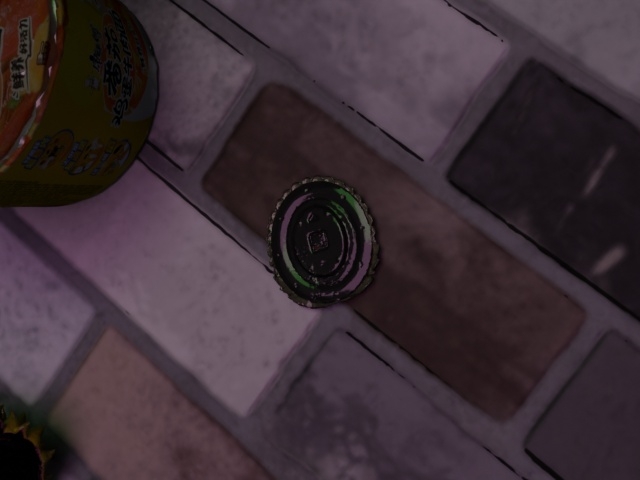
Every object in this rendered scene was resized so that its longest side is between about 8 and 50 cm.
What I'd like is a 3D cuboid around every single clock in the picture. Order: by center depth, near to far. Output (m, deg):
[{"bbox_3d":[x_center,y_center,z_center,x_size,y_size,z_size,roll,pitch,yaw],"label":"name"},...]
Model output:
[{"bbox_3d":[0.000,0.000,0.716,0.074,0.010,0.083,-18,79,20],"label":"clock"}]

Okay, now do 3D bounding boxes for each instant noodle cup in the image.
[{"bbox_3d":[-0.209,-0.104,0.736,0.205,0.153,0.205,-3,82,23],"label":"instant noodle cup"}]

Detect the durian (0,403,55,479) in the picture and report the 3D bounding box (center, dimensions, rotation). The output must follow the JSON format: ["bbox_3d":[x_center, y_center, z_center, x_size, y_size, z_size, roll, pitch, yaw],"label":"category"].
[{"bbox_3d":[-0.260,0.163,0.779,0.187,0.119,0.108,-40,34,3],"label":"durian"}]
